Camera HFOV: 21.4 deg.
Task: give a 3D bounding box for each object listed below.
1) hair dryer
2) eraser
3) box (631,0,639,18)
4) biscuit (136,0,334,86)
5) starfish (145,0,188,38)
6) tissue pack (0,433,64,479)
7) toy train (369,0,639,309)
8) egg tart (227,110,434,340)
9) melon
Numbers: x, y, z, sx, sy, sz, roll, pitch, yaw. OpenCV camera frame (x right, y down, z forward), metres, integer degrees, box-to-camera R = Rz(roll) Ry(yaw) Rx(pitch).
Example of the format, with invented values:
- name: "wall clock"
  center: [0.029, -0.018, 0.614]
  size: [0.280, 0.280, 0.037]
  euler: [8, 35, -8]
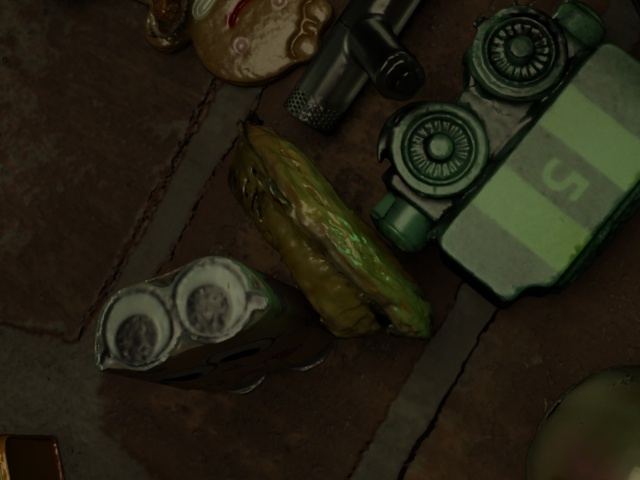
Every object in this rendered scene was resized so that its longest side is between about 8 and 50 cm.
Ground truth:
- name: "hair dryer"
  center: [0.109, -0.227, 1.646]
  size: [0.320, 0.155, 0.284]
  euler: [-60, 31, 3]
- name: "eraser"
  center: [-0.090, 0.085, 1.612]
  size: [0.171, 0.290, 0.087]
  euler: [-19, 77, 11]
- name: "box"
  center: [0.380, -0.376, 1.505]
  size: [0.318, 0.257, 0.349]
  euler: [-24, 39, 12]
- name: "biscuit"
  center: [-0.103, -0.261, 1.808]
  size: [0.249, 0.035, 0.184]
  euler: [43, 94, 17]
- name: "starfish"
  center: [-0.183, -0.361, 1.778]
  size: [0.303, 0.113, 0.312]
  euler: [-8, 66, 27]
- name: "tissue pack"
  center: [-0.404, 0.319, 1.739]
  size: [0.274, 0.145, 0.194]
  euler: [-16, 75, 11]
- name: "toy train"
  center: [0.197, -0.083, 1.635]
  size: [0.238, 0.167, 0.299]
  euler: [41, 89, 8]
- name: "egg tart"
  center: [0.000, 0.000, 1.616]
  size: [0.095, 0.279, 0.279]
  euler: [-42, 73, 3]
- name: "melon"
  center: [0.331, 0.233, 1.510]
  size: [0.317, 0.223, 0.223]
  euler: [23, 88, 19]
